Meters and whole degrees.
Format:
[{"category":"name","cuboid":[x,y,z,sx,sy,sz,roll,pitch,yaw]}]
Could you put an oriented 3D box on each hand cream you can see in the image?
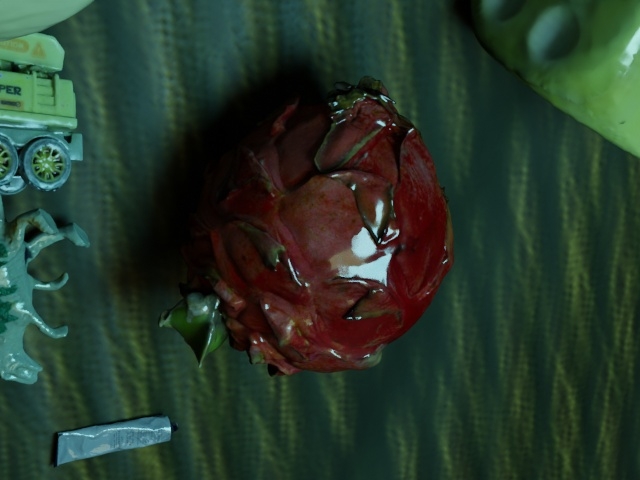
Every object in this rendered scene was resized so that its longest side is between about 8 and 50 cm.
[{"category":"hand cream","cuboid":[-0.149,0.143,1.124,0.093,0.019,0.030,-7,127,-21]}]

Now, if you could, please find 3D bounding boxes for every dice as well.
[{"category":"dice","cuboid":[0.218,-0.158,1.040,0.169,0.166,0.169,21,108,-41]}]

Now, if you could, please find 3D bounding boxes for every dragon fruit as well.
[{"category":"dragon fruit","cuboid":[0.000,0.000,1.009,0.172,0.172,0.209,28,107,-43]}]

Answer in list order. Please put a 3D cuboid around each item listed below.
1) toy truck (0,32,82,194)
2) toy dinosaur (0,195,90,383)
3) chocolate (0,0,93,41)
[{"category":"toy truck","cuboid":[-0.217,-0.079,0.870,0.169,0.077,0.100,3,87,-31]},{"category":"toy dinosaur","cuboid":[-0.213,0.008,0.970,0.106,0.044,0.187,-34,126,9]},{"category":"chocolate","cuboid":[-0.172,-0.234,0.626,0.297,0.326,0.314,4,86,-32]}]
